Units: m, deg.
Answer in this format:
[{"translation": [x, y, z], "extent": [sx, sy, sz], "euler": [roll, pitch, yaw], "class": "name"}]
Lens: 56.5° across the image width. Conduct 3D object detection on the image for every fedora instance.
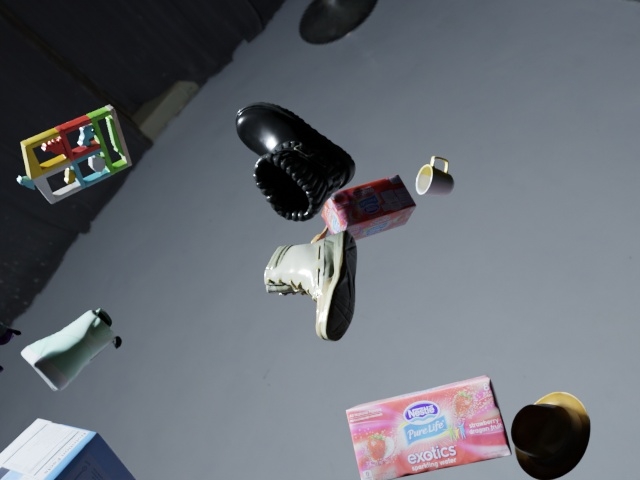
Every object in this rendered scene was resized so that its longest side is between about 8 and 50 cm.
[{"translation": [0.457, 0.393, 1.229], "extent": [0.194, 0.079, 0.194], "euler": [-49, 24, 31], "class": "fedora"}]

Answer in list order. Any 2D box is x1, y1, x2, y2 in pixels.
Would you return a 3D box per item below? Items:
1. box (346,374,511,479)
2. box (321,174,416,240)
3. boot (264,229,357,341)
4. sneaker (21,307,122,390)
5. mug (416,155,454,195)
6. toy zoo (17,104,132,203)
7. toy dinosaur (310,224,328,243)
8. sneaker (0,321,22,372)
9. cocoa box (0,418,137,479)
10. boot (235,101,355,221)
[{"translation": [0.221, 0.384, 1.223], "extent": [0.299, 0.142, 0.154], "euler": [-15, 76, 11], "class": "box"}, {"translation": [0.148, -0.094, 1.853], "extent": [0.256, 0.123, 0.128], "euler": [-18, 65, -21], "class": "box"}, {"translation": [-0.024, 0.087, 1.060], "extent": [0.165, 0.077, 0.213], "euler": [-11, 52, 27], "class": "boot"}, {"translation": [-0.454, 0.195, 1.099], "extent": [0.151, 0.094, 0.256], "euler": [-44, 19, -29], "class": "sneaker"}, {"translation": [0.244, -0.126, 1.230], "extent": [0.062, 0.064, 0.078], "euler": [-107, 34, -55], "class": "mug"}, {"translation": [-0.661, -0.220, 1.587], "extent": [0.293, 0.192, 0.030], "euler": [-33, 52, -28], "class": "toy zoo"}, {"translation": [0.000, 0.000, 1.894], "extent": [0.064, 0.112, 0.211], "euler": [18, 43, 20], "class": "toy dinosaur"}, {"translation": [-0.575, 0.220, 0.949], "extent": [0.224, 0.098, 0.083], "euler": [-58, 13, 2], "class": "sneaker"}, {"translation": [-0.459, 0.543, 1.106], "extent": [0.228, 0.347, 0.231], "euler": [-6, 31, 38], "class": "cocoa box"}, {"translation": [-0.102, -0.194, 1.378], "extent": [0.348, 0.131, 0.260], "euler": [29, 34, 14], "class": "boot"}]
